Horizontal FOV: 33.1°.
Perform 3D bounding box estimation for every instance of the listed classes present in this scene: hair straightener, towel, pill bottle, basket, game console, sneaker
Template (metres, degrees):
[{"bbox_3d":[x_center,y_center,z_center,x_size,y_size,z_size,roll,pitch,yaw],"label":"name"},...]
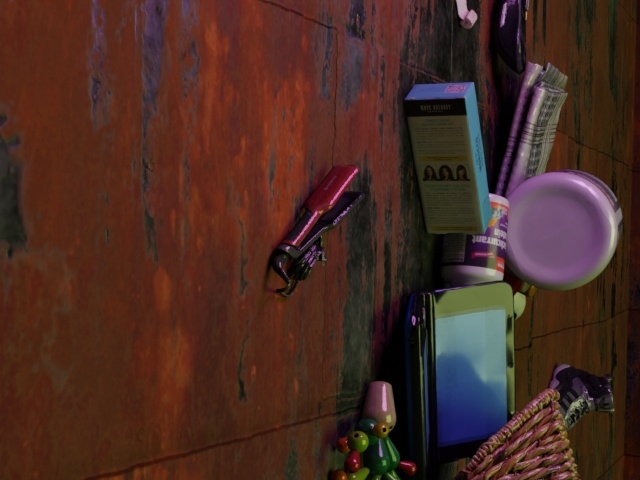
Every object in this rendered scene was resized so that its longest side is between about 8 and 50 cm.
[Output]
[{"bbox_3d":[0.000,0.000,1.338,0.230,0.047,0.089,-59,142,-47],"label":"hair straightener"},{"bbox_3d":[0.442,-0.200,2.212,0.312,0.056,0.324,-7,111,-66],"label":"towel"},{"bbox_3d":[0.261,0.021,1.838,0.108,0.108,0.193,27,67,-63],"label":"pill bottle"},{"bbox_3d":[0.458,-0.028,2.023,0.363,0.210,0.210,-14,104,-72],"label":"pill bottle"},{"bbox_3d":[0.276,0.400,1.701,0.299,0.214,0.223,91,-10,-58],"label":"basket"},{"bbox_3d":[0.223,0.227,1.675,0.250,0.174,0.293,-56,143,-78],"label":"game console"},{"bbox_3d":[0.629,0.406,2.615,0.268,0.153,0.101,-60,143,-46],"label":"sneaker"}]

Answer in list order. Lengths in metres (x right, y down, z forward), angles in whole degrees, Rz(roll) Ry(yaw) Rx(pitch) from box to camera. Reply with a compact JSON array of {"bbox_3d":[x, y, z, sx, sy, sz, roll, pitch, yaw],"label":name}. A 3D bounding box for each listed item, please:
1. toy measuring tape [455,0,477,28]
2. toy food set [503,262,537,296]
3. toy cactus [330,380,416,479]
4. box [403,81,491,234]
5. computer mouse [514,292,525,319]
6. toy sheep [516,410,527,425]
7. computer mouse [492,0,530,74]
[{"bbox_3d":[0.269,-0.517,1.816,0.121,0.121,0.330,-57,141,-49],"label":"toy measuring tape"},{"bbox_3d":[0.310,0.108,2.008,0.232,0.105,0.111,-45,148,-32],"label":"toy food set"},{"bbox_3d":[0.087,0.284,1.505,0.219,0.112,0.180,43,42,-48],"label":"toy cactus"},{"bbox_3d":[0.206,-0.128,1.719,0.060,0.101,0.244,-56,141,-52],"label":"box"},{"bbox_3d":[0.392,0.101,2.209,0.193,0.042,0.106,58,40,-50],"label":"computer mouse"},{"bbox_3d":[0.383,0.386,2.164,0.091,0.091,0.132,6,72,-65],"label":"toy sheep"},{"bbox_3d":[0.379,-0.448,2.140,0.184,0.060,0.261,16,74,-72],"label":"computer mouse"}]
